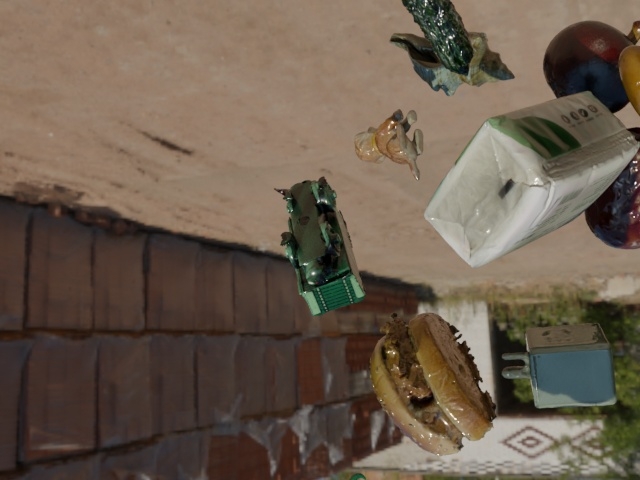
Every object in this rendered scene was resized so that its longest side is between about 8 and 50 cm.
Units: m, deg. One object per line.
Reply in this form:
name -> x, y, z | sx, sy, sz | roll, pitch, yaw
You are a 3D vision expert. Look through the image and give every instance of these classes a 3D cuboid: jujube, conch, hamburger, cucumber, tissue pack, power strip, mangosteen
jujube -> 0.779, -0.126, 1.801 | 0.223, 0.223, 0.318 | -3, 131, 5
conch -> 0.360, -0.493, 2.012 | 0.386, 0.170, 0.203 | 11, -137, 36
hamburger -> 0.262, 0.356, 1.957 | 0.268, 0.445, 0.287 | -38, 118, 17
cucumber -> 0.218, -0.490, 1.465 | 0.359, 0.096, 0.096 | 50, 146, -17
tissue pack -> 0.410, -0.123, 1.396 | 0.356, 0.194, 0.266 | -21, 153, -38
power strip -> 0.503, 0.269, 1.533 | 0.224, 0.139, 0.140 | -7, -168, 13
mangosteen -> 0.665, -0.422, 1.682 | 0.261, 0.235, 0.235 | -36, 167, 2

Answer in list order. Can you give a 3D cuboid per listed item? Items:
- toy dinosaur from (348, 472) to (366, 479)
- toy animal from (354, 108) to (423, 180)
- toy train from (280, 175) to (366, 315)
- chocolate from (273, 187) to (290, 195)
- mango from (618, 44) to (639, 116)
toy dinosaur -> 0.057, 0.548, 1.487 | 0.096, 0.132, 0.059 | 22, 165, 3
toy animal -> 0.166, -0.217, 1.802 | 0.185, 0.184, 0.104 | -17, 167, 40
toy train -> 0.000, 0.000, 1.253 | 0.115, 0.269, 0.154 | -24, 127, 8
chocolate -> -0.046, -0.112, 1.891 | 0.086, 0.028, 0.182 | 0, -165, -43
mango -> 0.438, -0.210, 0.952 | 0.080, 0.114, 0.060 | -10, 168, -41
